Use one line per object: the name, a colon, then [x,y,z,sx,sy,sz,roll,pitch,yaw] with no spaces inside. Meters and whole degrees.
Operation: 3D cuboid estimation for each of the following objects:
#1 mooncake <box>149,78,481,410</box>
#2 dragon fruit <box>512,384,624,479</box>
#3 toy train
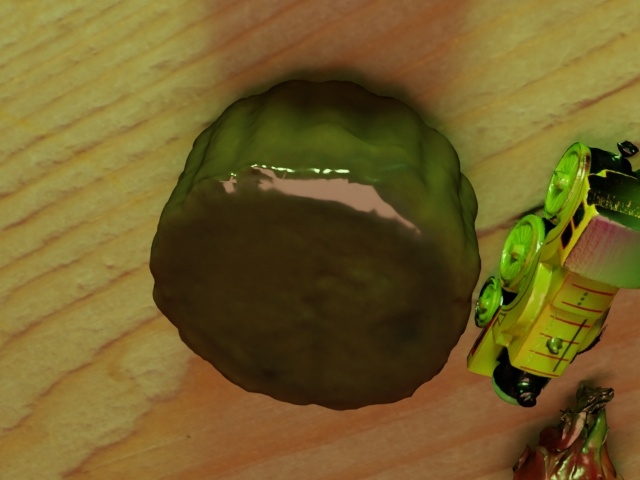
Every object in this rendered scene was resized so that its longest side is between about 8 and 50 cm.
mooncake: [0.001,0.001,1.316,0.324,0.187,0.324,6,129,7]
dragon fruit: [0.289,0.267,1.505,0.137,0.135,0.236,27,109,-3]
toy train: [0.237,0.042,1.322,0.100,0.161,0.296,16,128,-11]
